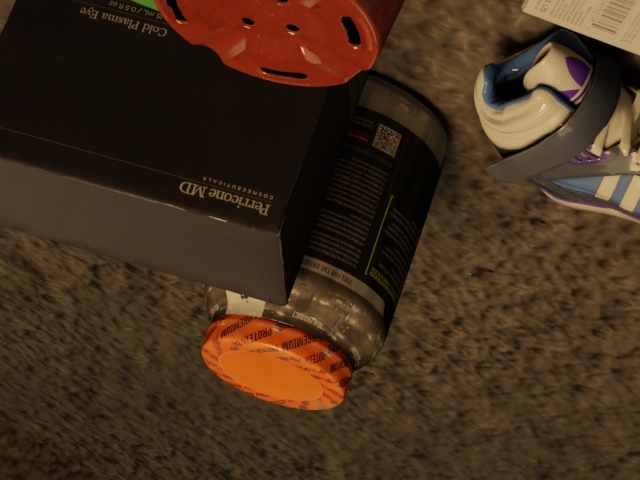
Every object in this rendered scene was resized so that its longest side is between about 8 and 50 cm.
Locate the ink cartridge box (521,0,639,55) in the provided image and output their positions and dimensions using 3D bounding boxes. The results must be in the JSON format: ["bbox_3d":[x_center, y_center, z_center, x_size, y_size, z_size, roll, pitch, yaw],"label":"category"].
[{"bbox_3d":[0.354,-0.219,1.811,0.311,0.065,0.186,22,155,-1],"label":"ink cartridge box"}]

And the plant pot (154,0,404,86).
[{"bbox_3d":[-0.010,-0.292,1.684,0.272,0.265,0.272,16,155,8],"label":"plant pot"}]

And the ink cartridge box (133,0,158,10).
[{"bbox_3d":[-0.206,-0.326,1.893,0.208,0.153,0.087,20,155,-2],"label":"ink cartridge box"}]

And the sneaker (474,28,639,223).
[{"bbox_3d":[0.305,-0.112,1.981,0.322,0.130,0.236,8,157,36],"label":"sneaker"}]

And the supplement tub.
[{"bbox_3d":[0.000,0.000,2.187,0.207,0.338,0.207,16,154,8],"label":"supplement tub"}]

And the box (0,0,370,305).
[{"bbox_3d":[-0.151,-0.144,2.034,0.343,0.312,0.179,16,155,9],"label":"box"}]
